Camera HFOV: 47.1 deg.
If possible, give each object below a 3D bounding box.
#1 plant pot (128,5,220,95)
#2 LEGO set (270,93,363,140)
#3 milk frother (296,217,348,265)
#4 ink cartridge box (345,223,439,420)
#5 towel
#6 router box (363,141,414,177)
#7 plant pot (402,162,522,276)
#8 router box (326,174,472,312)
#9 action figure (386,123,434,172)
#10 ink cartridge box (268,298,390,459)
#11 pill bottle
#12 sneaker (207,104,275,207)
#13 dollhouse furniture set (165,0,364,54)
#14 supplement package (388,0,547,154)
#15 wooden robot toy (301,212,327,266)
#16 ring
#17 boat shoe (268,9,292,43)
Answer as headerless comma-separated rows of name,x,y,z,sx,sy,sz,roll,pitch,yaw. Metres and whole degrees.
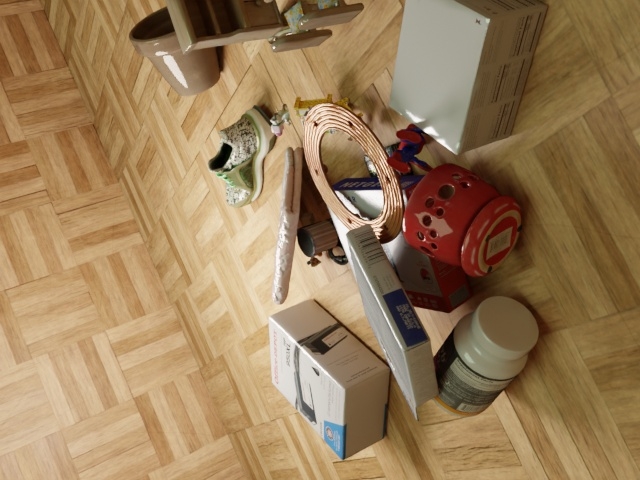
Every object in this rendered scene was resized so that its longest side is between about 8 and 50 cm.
plant pot,-0.417,-0.573,2.245,0.263,0.263,0.229,32,151,47
LEGO set,0.025,-0.277,1.807,0.287,0.132,0.107,15,142,29
milk frother,0.013,0.015,1.976,0.129,0.134,0.143,-8,101,61
ink cartridge box,0.161,0.182,1.606,0.330,0.071,0.324,72,175,-52
towel,-0.093,-0.044,2.032,0.317,0.053,0.332,-89,6,-48
router box,0.159,-0.171,1.710,0.122,0.038,0.092,-15,95,61
plant pot,0.284,-0.037,1.438,0.174,0.191,0.191,30,133,39
router box,0.170,0.002,1.713,0.335,0.082,0.301,4,120,59
action figure,0.216,-0.177,1.481,0.139,0.280,0.091,22,105,4
ink cartridge box,0.016,0.403,2.186,0.395,0.166,0.285,38,138,44
pill bottle,0.338,0.246,1.549,0.162,0.162,0.278,54,147,26
sneaker,-0.275,-0.239,2.251,0.158,0.182,0.410,55,148,24
dollhouse furniture set,-0.155,-0.585,1.623,0.394,0.256,0.362,-19,90,60
supplement package,0.256,-0.329,1.336,0.204,0.145,0.262,44,142,37
wooden robot toy,0.000,0.000,2.086,0.079,0.076,0.173,0,113,22
ring,0.074,-0.145,1.598,0.336,0.032,0.337,42,149,33
boat shoe,-0.085,-0.547,1.860,0.190,0.068,0.072,8,103,58
